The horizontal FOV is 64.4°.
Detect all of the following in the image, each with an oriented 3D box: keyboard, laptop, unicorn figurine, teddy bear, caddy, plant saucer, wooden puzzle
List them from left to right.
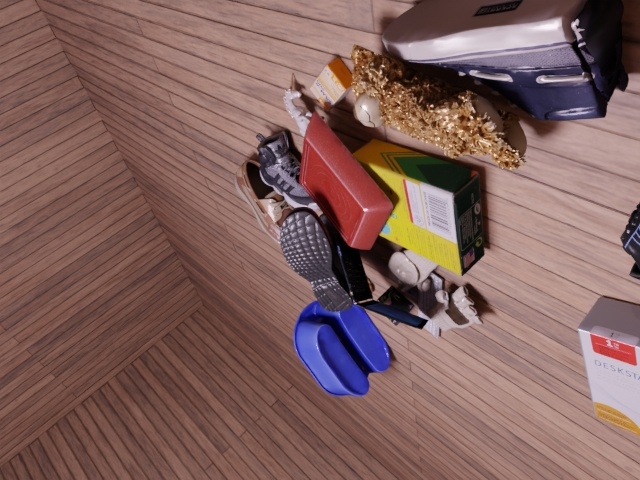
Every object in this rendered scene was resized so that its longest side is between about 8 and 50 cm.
[{"bbox_3d":[-0.033,-0.276,1.145,0.111,0.060,0.162,33,150,33],"label":"unicorn figurine"},{"bbox_3d":[0.035,-0.109,1.104,0.259,0.047,0.258,52,163,13],"label":"plant saucer"},{"bbox_3d":[0.062,0.351,1.664,0.342,0.241,0.179,56,151,-11],"label":"caddy"},{"bbox_3d":[0.153,0.097,1.248,0.234,0.136,0.265,17,-124,-74],"label":"laptop"},{"bbox_3d":[0.206,0.090,1.316,0.116,0.014,0.078,59,159,-18],"label":"wooden puzzle"},{"bbox_3d":[0.160,-0.194,0.782,0.337,0.245,0.113,33,108,25],"label":"teddy bear"},{"bbox_3d":[0.277,0.159,1.289,0.072,0.014,0.256,33,151,33],"label":"keyboard"}]

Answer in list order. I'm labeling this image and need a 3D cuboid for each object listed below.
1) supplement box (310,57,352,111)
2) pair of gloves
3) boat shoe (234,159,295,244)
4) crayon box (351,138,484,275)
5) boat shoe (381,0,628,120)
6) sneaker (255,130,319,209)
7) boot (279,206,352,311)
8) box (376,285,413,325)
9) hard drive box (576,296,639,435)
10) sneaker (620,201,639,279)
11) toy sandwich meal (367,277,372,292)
[{"bbox_3d":[0.025,-0.312,1.022,0.062,0.036,0.098,52,156,-3],"label":"supplement box"},{"bbox_3d":[0.259,0.116,1.190,0.240,0.042,0.204,50,156,2],"label":"pair of gloves"},{"bbox_3d":[-0.138,-0.106,1.506,0.324,0.123,0.116,46,154,5],"label":"boat shoe"},{"bbox_3d":[0.174,-0.082,1.030,0.318,0.081,0.202,30,150,42],"label":"crayon box"},{"bbox_3d":[0.229,-0.238,0.677,0.158,0.127,0.340,50,168,-34],"label":"boat shoe"},{"bbox_3d":[-0.080,-0.185,1.304,0.268,0.101,0.153,35,154,37],"label":"sneaker"},{"bbox_3d":[0.000,0.000,1.279,0.118,0.223,0.338,-8,132,15],"label":"boot"},{"bbox_3d":[0.201,0.178,1.388,0.083,0.062,0.052,43,155,16],"label":"box"},{"bbox_3d":[0.542,0.223,0.829,0.181,0.089,0.232,15,138,52],"label":"hard drive box"},{"bbox_3d":[0.438,-0.026,0.659,0.090,0.081,0.232,9,135,46],"label":"sneaker"},{"bbox_3d":[0.120,0.128,1.497,0.085,0.029,0.086,39,154,24],"label":"toy sandwich meal"}]
